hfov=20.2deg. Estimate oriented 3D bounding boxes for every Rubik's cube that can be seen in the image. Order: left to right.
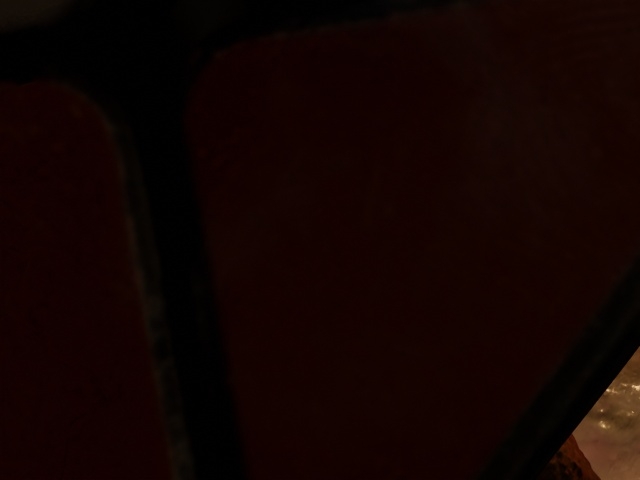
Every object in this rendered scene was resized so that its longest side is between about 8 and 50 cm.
[{"bbox_3d":[-0.047,-0.063,0.557,0.305,0.307,0.310,34,6,-7],"label":"Rubik's cube"}]

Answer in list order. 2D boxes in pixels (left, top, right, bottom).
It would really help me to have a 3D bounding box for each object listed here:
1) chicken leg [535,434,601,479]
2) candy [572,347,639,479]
[{"bbox_3d":[0.095,0.116,0.954,0.407,0.096,0.158,36,12,-37],"label":"chicken leg"},{"bbox_3d":[0.248,0.156,1.153,0.195,0.137,0.185,32,-5,25],"label":"candy"}]
